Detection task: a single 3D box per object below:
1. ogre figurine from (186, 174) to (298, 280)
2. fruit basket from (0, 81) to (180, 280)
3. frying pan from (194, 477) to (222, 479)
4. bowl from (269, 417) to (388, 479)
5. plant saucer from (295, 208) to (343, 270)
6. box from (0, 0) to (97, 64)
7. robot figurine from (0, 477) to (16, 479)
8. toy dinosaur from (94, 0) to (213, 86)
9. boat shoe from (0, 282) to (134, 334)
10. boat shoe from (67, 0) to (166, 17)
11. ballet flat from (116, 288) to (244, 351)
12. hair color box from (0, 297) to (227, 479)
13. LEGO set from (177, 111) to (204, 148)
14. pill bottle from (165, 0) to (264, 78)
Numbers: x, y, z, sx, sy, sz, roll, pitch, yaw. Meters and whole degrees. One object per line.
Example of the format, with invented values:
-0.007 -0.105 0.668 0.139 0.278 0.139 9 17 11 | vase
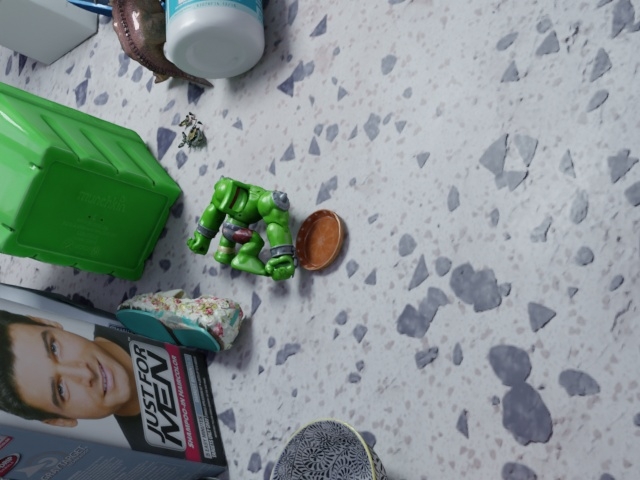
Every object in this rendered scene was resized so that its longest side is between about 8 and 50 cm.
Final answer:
-0.101 -0.020 1.532 0.197 0.096 0.118 22 101 62 | ogre figurine
-0.461 -0.087 1.731 0.392 0.392 0.283 32 98 48 | fruit basket
-0.100 0.410 1.388 0.326 0.053 0.197 8 82 46 | frying pan
0.024 0.294 1.285 0.170 0.080 0.170 -19 62 40 | bowl
0.000 0.000 1.478 0.083 0.013 0.084 -21 59 40 | plant saucer
-0.589 -0.501 2.045 0.168 0.345 0.215 -22 59 40 | box
-0.443 0.441 1.643 0.209 0.173 0.278 -56 44 11 | robot figurine
-0.287 -0.350 1.745 0.127 0.200 0.296 -29 82 13 | toy dinosaur
-0.439 0.166 1.797 0.367 0.135 0.157 13 87 38 | boat shoe
-0.331 -0.432 1.945 0.258 0.109 0.089 11 90 32 | boat shoe
-0.194 0.108 1.603 0.241 0.091 0.077 8 50 43 | ballet flat
-0.307 0.209 1.444 0.113 0.374 0.185 -39 50 29 | hair color box
-0.198 -0.167 1.751 0.054 0.023 0.083 -33 39 30 | LEGO set
-0.163 -0.389 1.706 0.146 0.146 0.264 -26 57 37 | pill bottle
